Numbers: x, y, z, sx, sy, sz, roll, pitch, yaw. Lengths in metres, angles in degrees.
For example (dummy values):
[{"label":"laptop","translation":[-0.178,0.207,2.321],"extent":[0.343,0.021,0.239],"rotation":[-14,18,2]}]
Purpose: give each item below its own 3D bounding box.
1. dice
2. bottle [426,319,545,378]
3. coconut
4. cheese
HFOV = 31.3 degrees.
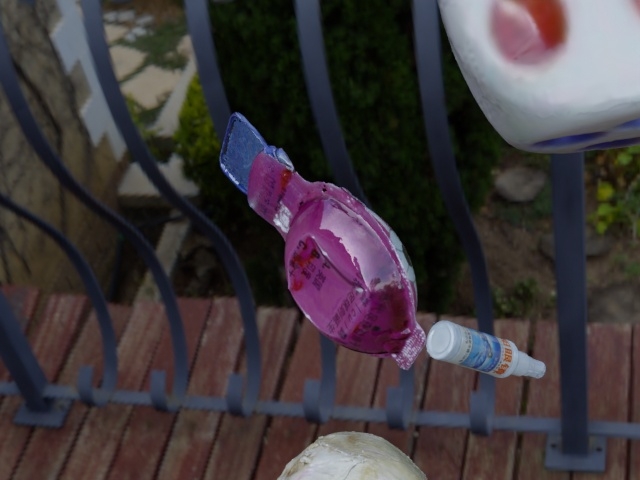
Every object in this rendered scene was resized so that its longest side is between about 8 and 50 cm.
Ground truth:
[{"label":"dice","translation":[0.276,-0.247,0.992],"extent":[0.277,0.304,0.304],"rotation":[-11,-4,30]},{"label":"bottle","translation":[0.247,0.166,1.658],"extent":[0.060,0.217,0.060],"rotation":[-24,57,43]},{"label":"coconut","translation":[0.039,0.449,1.821],"extent":[0.255,0.297,0.297],"rotation":[29,43,-19]},{"label":"cheese","translation":[0.000,0.000,0.904],"extent":[0.062,0.155,0.244],"rotation":[-28,66,-32]}]
